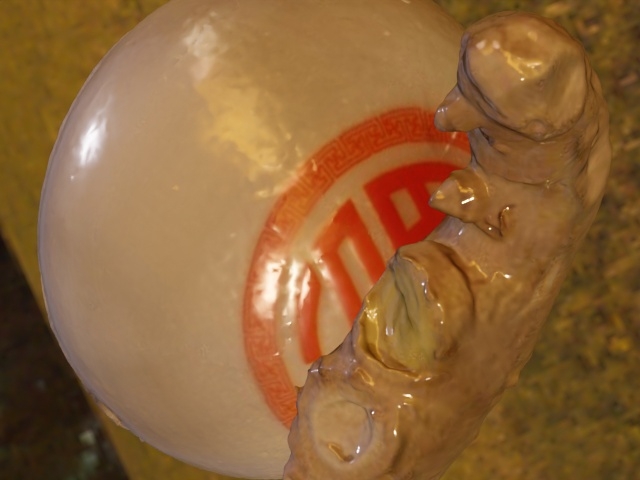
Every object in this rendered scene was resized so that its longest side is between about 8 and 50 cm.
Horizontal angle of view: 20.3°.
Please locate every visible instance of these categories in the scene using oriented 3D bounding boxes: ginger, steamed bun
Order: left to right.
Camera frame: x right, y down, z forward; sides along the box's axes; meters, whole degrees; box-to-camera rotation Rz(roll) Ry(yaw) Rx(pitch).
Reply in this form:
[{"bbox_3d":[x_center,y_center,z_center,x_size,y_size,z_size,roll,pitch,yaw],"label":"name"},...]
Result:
[{"bbox_3d":[0.000,0.000,0.939,0.177,0.283,0.283,29,142,51],"label":"steamed bun"},{"bbox_3d":[0.039,0.008,0.496,0.051,0.069,0.173,46,132,38],"label":"ginger"}]
